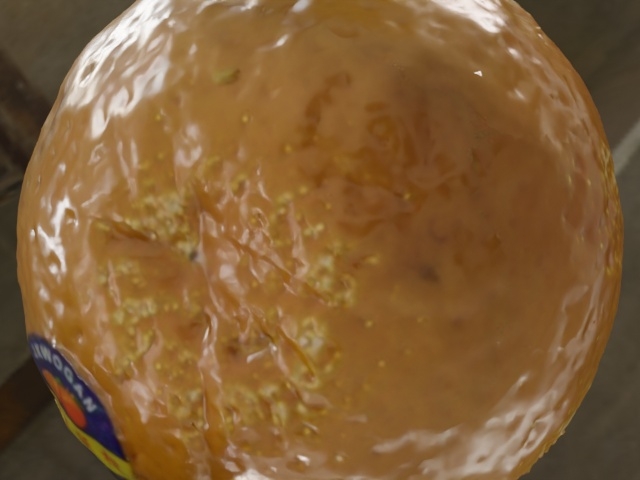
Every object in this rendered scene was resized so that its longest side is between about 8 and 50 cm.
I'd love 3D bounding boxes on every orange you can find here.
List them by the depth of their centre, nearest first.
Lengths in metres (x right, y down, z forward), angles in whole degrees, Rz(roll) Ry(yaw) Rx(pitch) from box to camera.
[{"bbox_3d":[0.000,0.001,0.533,0.155,0.177,0.177,-11,-93,-49],"label":"orange"}]
